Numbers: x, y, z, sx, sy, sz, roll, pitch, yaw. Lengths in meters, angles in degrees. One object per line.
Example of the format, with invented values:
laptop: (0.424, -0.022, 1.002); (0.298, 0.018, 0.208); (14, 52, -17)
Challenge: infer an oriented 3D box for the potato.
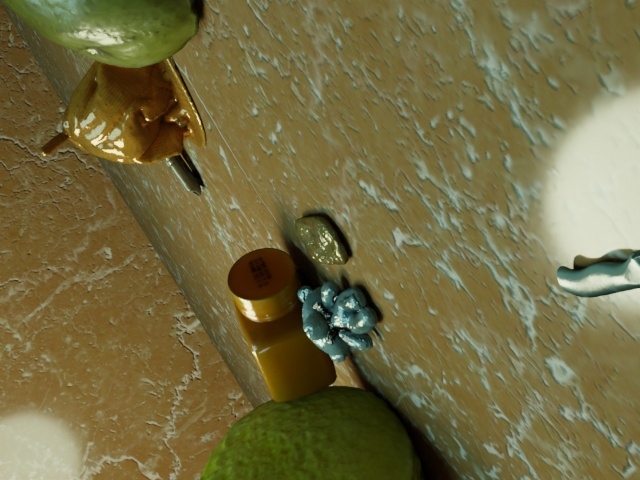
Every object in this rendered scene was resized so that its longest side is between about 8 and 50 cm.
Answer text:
potato: (-0.302, -0.321, 1.091); (0.280, 0.213, 0.330); (57, 167, 4)

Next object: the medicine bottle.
medicine bottle: (-0.061, 0.122, 1.365); (0.149, 0.112, 0.222); (-113, 4, -45)

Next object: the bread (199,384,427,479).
bread: (0.015, 0.422, 1.368); (0.348, 0.348, 0.307); (34, 158, 57)

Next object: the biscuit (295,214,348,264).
biscuit: (0.000, 0.000, 1.147); (0.071, 0.018, 0.147); (61, 164, -8)

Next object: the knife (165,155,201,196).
knife: (-0.320, -0.238, 1.665); (0.365, 0.043, 0.089); (56, -161, -4)

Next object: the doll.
doll: (0.017, 0.108, 1.200); (0.120, 0.075, 0.180); (63, 165, 1)

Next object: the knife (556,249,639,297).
knife: (0.197, 0.017, 0.548); (0.028, 0.015, 0.210); (63, 165, 2)

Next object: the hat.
hat: (-0.339, -0.198, 1.419); (0.233, 0.233, 0.244); (54, 166, 9)
